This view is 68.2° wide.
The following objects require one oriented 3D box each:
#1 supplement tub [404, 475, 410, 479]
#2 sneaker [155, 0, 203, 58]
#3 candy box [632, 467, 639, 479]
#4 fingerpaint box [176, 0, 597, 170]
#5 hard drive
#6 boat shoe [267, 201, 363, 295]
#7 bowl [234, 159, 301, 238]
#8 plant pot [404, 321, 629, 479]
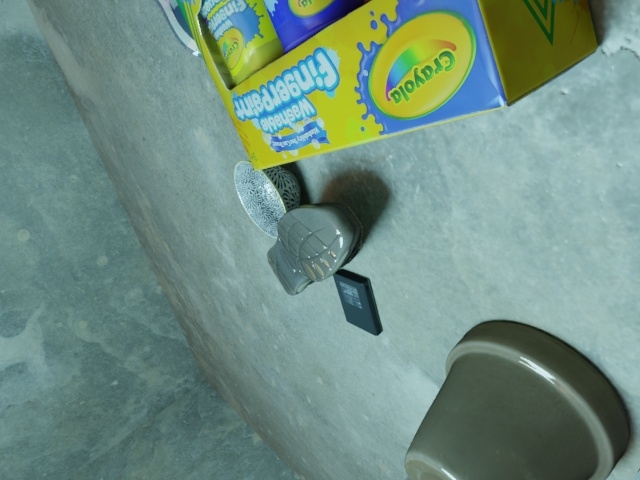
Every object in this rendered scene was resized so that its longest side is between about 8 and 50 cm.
[{"bbox_3d":[0.308,0.521,0.839,0.316,0.194,0.193,46,149,18],"label":"supplement tub"},{"bbox_3d":[-0.244,-0.467,0.807,0.319,0.112,0.131,51,134,6],"label":"sneaker"},{"bbox_3d":[0.402,0.305,0.477,0.164,0.196,0.070,53,151,6],"label":"candy box"},{"bbox_3d":[0.002,-0.294,0.520,0.445,0.163,0.370,2,121,56],"label":"fingerpaint box"},{"bbox_3d":[0.075,0.127,0.974,0.094,0.022,0.135,18,133,48],"label":"hard drive"},{"bbox_3d":[0.000,0.000,0.856,0.132,0.130,0.355,59,157,2],"label":"boat shoe"},{"bbox_3d":[-0.091,-0.095,0.945,0.170,0.080,0.170,38,146,32],"label":"bowl"},{"bbox_3d":[0.244,0.283,0.665,0.263,0.229,0.263,38,147,31],"label":"plant pot"}]
